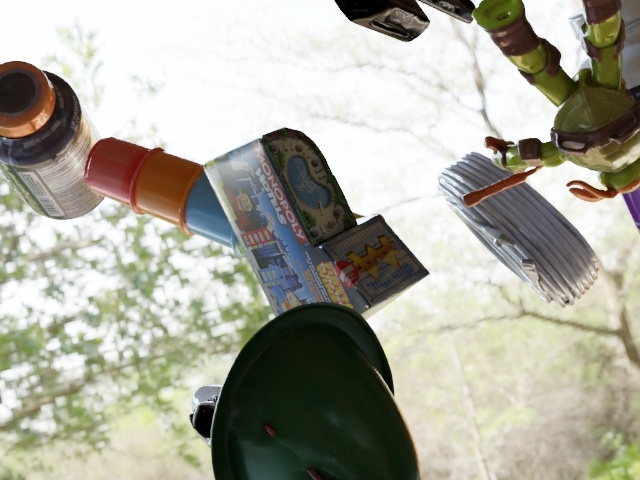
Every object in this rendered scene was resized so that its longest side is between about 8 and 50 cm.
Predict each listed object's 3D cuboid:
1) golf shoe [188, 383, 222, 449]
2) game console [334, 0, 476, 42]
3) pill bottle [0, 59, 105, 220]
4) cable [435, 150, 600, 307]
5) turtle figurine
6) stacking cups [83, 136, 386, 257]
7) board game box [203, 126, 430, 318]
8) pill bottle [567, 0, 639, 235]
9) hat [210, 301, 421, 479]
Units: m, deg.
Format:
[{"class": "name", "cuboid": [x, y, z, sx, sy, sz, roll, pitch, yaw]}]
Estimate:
[{"class": "golf shoe", "cuboid": [-0.134, 0.228, 1.602, 0.077, 0.094, 0.198, -40, 32, -6]}, {"class": "game console", "cuboid": [0.077, -0.296, 1.344, 0.044, 0.213, 0.361, -41, -22, 24]}, {"class": "pill bottle", "cuboid": [-0.342, -0.126, 1.494, 0.130, 0.130, 0.246, -16, -21, -2]}, {"class": "cable", "cuboid": [0.264, -0.018, 1.642, 0.089, 0.257, 0.257, -46, -40, 3]}, {"class": "turtle figurine", "cuboid": [0.202, -0.104, 0.958, 0.269, 0.087, 0.217, -13, -51, 30]}, {"class": "stacking cups", "cuboid": [-0.093, -0.027, 1.238, 0.316, 0.096, 0.096, 19, 2, 21]}, {"class": "board game box", "cuboid": [0.000, 0.000, 0.976, 0.060, 0.194, 0.194, -28, 7, -24]}, {"class": "pill bottle", "cuboid": [0.402, -0.132, 1.369, 0.181, 0.323, 0.181, -27, 10, 5]}, {"class": "hat", "cuboid": [0.049, 0.160, 0.820, 0.173, 0.209, 0.183, -35, 32, -30]}]
